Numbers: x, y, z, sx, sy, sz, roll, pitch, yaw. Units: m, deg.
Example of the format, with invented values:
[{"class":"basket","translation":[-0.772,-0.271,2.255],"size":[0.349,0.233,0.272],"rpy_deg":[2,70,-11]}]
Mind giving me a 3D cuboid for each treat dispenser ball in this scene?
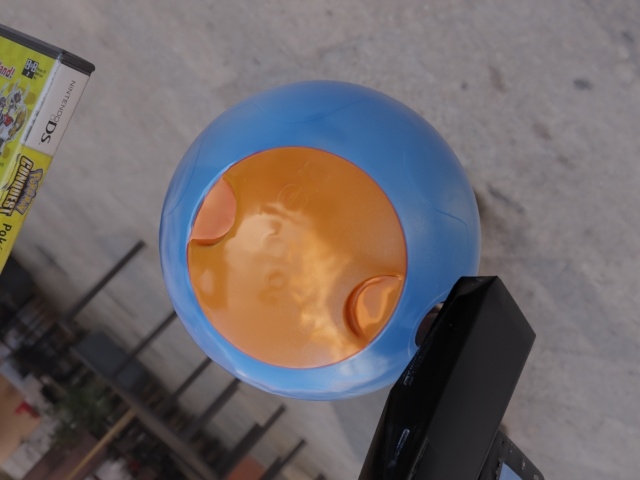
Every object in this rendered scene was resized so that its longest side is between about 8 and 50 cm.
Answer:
[{"class":"treat dispenser ball","translation":[0.000,0.000,1.030],"size":[0.288,0.288,0.288],"rpy_deg":[37,162,15]}]

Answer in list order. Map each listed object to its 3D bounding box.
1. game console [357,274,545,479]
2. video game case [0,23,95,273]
[{"class":"game console","translation":[0.124,0.177,0.872],"size":[0.044,0.213,0.361],"rpy_deg":[17,164,30]},{"class":"video game case","translation":[-0.311,-0.065,0.964],"size":[0.035,0.248,0.275],"rpy_deg":[23,-177,-41]}]
